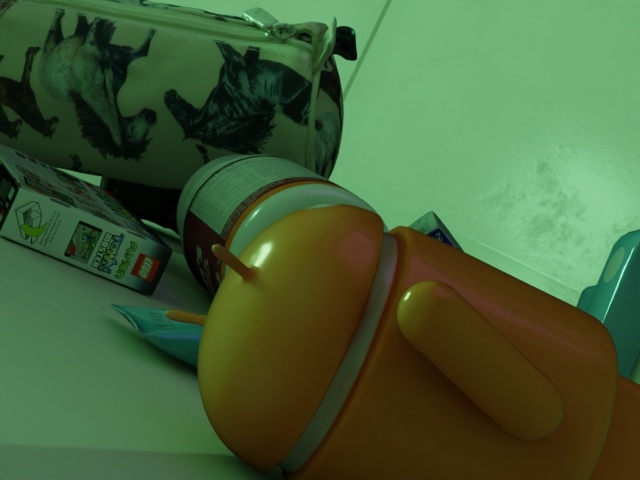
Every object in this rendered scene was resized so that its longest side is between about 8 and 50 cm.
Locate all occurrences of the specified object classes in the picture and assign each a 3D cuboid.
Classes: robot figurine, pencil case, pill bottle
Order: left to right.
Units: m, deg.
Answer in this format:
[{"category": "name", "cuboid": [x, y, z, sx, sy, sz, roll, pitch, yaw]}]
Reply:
[{"category": "pencil case", "cuboid": [-0.180, -0.145, 1.216, 0.410, 0.183, 0.160, 11, 33, 5]}, {"category": "pill bottle", "cuboid": [-0.035, 0.002, 1.042, 0.121, 0.121, 0.221, 24, 3, -21]}, {"category": "robot figurine", "cuboid": [0.042, 0.062, 0.621, 0.219, 0.128, 0.158, 25, 16, -8]}]

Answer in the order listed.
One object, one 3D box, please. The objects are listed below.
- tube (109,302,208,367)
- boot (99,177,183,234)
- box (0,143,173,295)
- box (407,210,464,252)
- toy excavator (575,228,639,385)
[{"category": "tube", "cuboid": [-0.016, 0.072, 0.802, 0.207, 0.052, 0.080, 18, -4, -19]}, {"category": "boot", "cuboid": [-0.054, -0.005, 1.325, 0.229, 0.091, 0.263, 35, 13, 38]}, {"category": "box", "cuboid": [-0.185, -0.021, 1.016, 0.114, 0.036, 0.207, 24, 4, -23]}, {"category": "box", "cuboid": [0.119, 0.052, 1.315, 0.137, 0.072, 0.126, 53, 7, -5]}, {"category": "toy excavator", "cuboid": [0.225, 0.106, 1.034, 0.433, 0.222, 0.445, 25, -10, -5]}]
